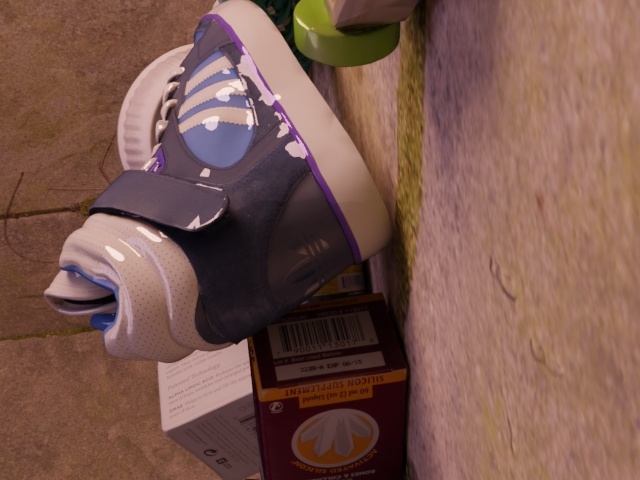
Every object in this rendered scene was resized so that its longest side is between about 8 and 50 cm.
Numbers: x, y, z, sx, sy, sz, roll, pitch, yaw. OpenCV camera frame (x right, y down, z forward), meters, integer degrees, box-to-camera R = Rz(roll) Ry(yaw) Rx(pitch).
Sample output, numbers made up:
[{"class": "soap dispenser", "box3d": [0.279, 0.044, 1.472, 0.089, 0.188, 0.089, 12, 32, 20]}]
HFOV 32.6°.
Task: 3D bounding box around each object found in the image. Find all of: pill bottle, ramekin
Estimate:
[{"class": "pill bottle", "box3d": [0.000, 0.000, 0.889, 0.065, 0.065, 0.116, 146, 118, -83]}, {"class": "ramekin", "box3d": [-0.112, -0.112, 1.187, 0.109, 0.207, 0.207, -155, 58, -73]}]

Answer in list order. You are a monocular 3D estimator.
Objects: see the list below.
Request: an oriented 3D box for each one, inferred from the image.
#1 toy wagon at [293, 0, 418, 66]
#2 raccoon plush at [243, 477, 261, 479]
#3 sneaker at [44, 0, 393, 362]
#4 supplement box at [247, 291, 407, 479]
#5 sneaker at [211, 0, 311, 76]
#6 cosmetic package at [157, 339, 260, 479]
[{"class": "toy wagon", "box3d": [0.002, -0.268, 0.562, 0.344, 0.068, 0.267, -103, 9, -48]}, {"class": "raccoon plush", "box3d": [-0.133, 0.434, 1.048, 0.216, 0.446, 0.299, 17, 126, 60]}, {"class": "sneaker", "box3d": [-0.109, -0.045, 0.806, 0.323, 0.236, 0.130, 57, 173, 48]}, {"class": "supplement box", "box3d": [0.005, 0.138, 0.816, 0.081, 0.104, 0.188, -105, 9, -48]}, {"class": "sneaker", "box3d": [-0.037, -0.205, 0.980, 0.110, 0.107, 0.275, 63, 176, 7]}, {"class": "cosmetic package", "box3d": [-0.095, 0.161, 1.323, 0.151, 0.151, 0.183, 52, -162, -43]}]
